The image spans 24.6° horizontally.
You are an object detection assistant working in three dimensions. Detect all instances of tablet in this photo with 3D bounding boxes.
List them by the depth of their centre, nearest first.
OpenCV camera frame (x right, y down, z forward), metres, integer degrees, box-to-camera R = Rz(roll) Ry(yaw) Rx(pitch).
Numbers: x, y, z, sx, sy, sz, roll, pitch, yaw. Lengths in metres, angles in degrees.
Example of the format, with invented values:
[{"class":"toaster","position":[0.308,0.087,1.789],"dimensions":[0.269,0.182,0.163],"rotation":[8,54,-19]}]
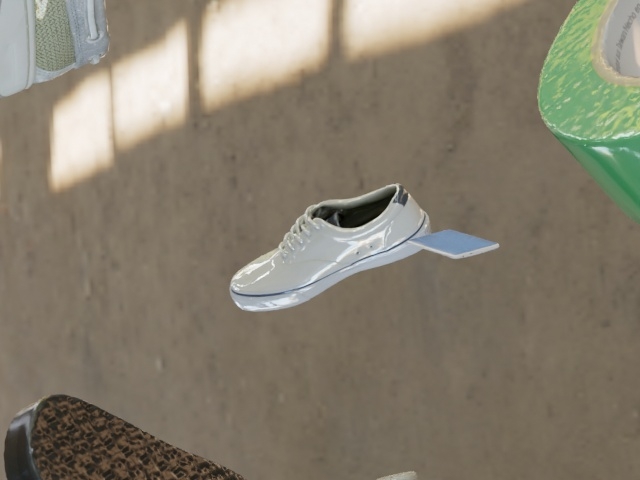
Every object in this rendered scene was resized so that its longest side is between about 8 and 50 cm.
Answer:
[{"class":"tablet","position":[0.126,0.004,1.407],"dimensions":[0.083,0.054,0.006],"rotation":[19,119,58]}]

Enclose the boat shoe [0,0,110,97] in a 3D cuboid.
[{"class":"boat shoe","position":[-0.160,-0.213,0.866],"dimensions":[0.118,0.103,0.320],"rotation":[57,150,29]}]

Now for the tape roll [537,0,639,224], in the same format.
[{"class":"tape roll","position":[0.268,-0.144,0.810],"dimensions":[0.077,0.321,0.321],"rotation":[45,165,-18]}]

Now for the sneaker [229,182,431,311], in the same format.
[{"class":"sneaker","position":[0.000,0.000,1.747],"dimensions":[0.094,0.258,0.091],"rotation":[-99,-17,-55]}]

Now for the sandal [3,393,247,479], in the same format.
[{"class":"sandal","position":[-0.158,0.302,1.530],"dimensions":[0.107,0.445,0.168],"rotation":[-30,36,31]}]

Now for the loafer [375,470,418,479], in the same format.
[{"class":"loafer","position":[0.034,0.234,1.290],"dimensions":[0.125,0.045,0.039],"rotation":[-20,83,33]}]
